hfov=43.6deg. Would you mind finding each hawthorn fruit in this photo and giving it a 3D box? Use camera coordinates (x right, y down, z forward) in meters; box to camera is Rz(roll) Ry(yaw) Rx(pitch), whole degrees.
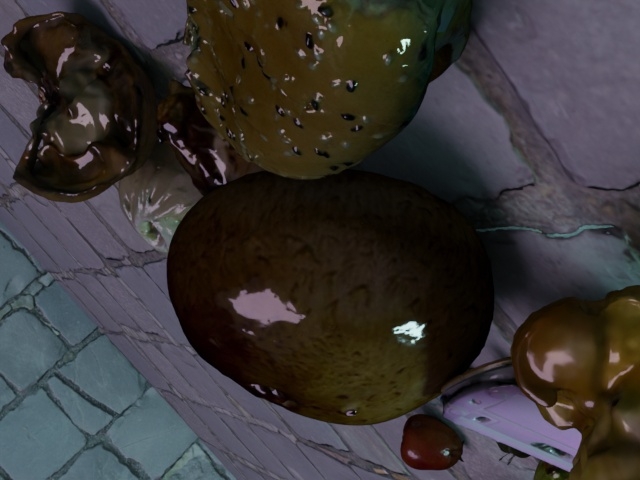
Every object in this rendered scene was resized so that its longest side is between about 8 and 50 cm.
[{"bbox_3d":[0.164,0.295,1.155,0.093,0.081,0.081,9,148,7],"label":"hawthorn fruit"}]

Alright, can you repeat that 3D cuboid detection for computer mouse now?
[{"bbox_3d":[0.259,0.168,0.716,0.311,0.071,0.158,24,148,-12],"label":"computer mouse"}]

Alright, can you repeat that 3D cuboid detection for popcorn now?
[{"bbox_3d":[0.269,0.159,0.527,0.332,0.264,0.225,29,-164,20],"label":"popcorn"}]

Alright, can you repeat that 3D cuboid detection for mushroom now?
[{"bbox_3d":[0.005,0.019,0.824,0.334,0.356,0.331,-8,131,14],"label":"mushroom"}]

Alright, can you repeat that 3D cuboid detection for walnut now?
[{"bbox_3d":[-0.293,-0.168,1.032,0.204,0.141,0.238,-4,91,18],"label":"walnut"}]

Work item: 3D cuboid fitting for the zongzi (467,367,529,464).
[{"bbox_3d":[0.203,0.203,0.939,0.131,0.062,0.154,30,155,8],"label":"zongzi"}]

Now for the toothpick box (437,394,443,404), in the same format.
[{"bbox_3d":[0.172,0.188,0.986,0.083,0.052,0.052,43,156,0],"label":"toothpick box"}]

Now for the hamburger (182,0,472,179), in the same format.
[{"bbox_3d":[0.009,-0.149,0.561,0.192,0.168,0.288,41,156,15],"label":"hamburger"}]

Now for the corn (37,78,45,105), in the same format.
[{"bbox_3d":[-0.383,-0.199,1.214,0.086,0.086,0.253,45,157,0],"label":"corn"}]

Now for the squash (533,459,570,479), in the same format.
[{"bbox_3d":[0.313,0.308,0.862,0.133,0.132,0.247,6,134,55],"label":"squash"}]

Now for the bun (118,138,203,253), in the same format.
[{"bbox_3d":[-0.195,-0.044,1.112,0.193,0.128,0.178,30,151,26],"label":"bun"}]

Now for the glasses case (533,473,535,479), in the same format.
[{"bbox_3d":[0.310,0.324,1.021,0.083,0.021,0.032,29,154,32],"label":"glasses case"}]
